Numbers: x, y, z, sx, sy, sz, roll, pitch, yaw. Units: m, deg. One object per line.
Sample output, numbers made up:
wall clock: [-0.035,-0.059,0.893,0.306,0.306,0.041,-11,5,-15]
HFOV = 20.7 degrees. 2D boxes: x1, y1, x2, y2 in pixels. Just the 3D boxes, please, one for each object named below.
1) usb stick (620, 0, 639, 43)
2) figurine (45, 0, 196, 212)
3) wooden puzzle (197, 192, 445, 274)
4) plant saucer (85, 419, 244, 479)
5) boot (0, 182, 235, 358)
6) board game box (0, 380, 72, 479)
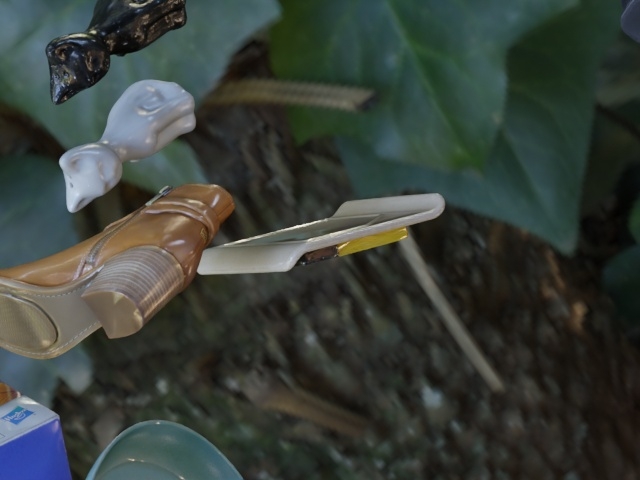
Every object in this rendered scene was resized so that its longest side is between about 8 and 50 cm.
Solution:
usb stick: [0.254,-0.224,0.972,0.045,0.077,0.278,35,75,4]
figurine: [-0.227,-0.157,1.904,0.092,0.215,0.209,11,33,23]
wooden puzzle: [0.000,0.000,2.085,0.238,0.044,0.221,-20,9,-33]
plant saucer: [-0.117,0.308,1.464,0.043,0.317,0.318,-20,45,25]
boot: [-0.245,0.018,1.928,0.283,0.109,0.220,-12,28,37]
board game box: [-0.324,0.147,0.833,0.347,0.078,0.233,-25,31,-35]
